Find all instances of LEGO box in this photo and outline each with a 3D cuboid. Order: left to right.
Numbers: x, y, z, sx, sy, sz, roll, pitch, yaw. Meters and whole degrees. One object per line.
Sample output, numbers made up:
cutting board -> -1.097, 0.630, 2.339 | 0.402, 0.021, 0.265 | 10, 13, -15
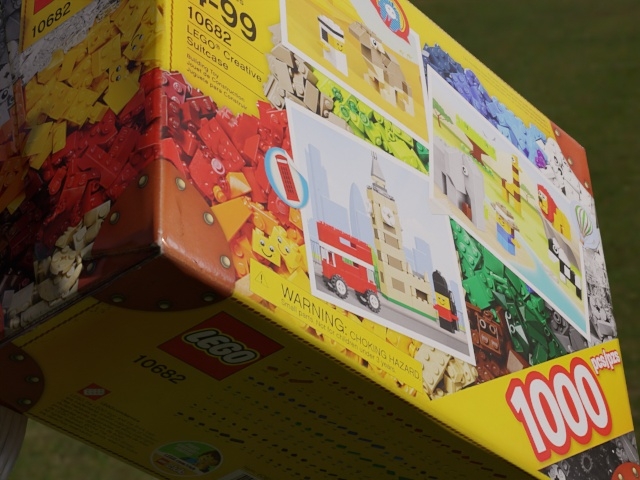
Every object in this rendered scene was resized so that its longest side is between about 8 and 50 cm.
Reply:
LEGO box -> 0.000, 0.000, 1.165 | 0.193, 0.372, 0.500 | -28, -43, 31

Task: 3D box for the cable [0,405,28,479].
cable -> -0.316, 0.126, 1.089 | 0.257, 0.257, 0.089 | -1, -33, 29
